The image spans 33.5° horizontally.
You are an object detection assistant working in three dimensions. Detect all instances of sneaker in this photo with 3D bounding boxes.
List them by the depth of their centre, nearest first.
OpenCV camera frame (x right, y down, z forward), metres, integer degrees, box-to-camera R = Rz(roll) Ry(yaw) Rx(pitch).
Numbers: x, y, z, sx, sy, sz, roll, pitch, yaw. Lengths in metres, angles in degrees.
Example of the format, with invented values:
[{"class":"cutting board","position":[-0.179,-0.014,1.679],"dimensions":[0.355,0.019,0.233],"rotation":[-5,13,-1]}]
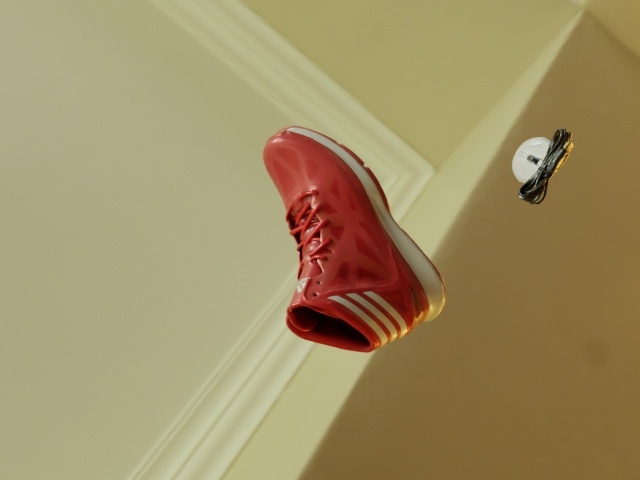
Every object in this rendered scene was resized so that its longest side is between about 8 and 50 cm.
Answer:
[{"class":"sneaker","position":[0.000,0.000,0.916],"dimensions":[0.221,0.087,0.128],"rotation":[47,-133,15]}]

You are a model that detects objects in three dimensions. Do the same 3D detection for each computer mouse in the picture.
[{"class":"computer mouse","position":[0.287,-0.105,1.432],"dimensions":[0.042,0.106,0.193],"rotation":[28,-174,-2]}]
